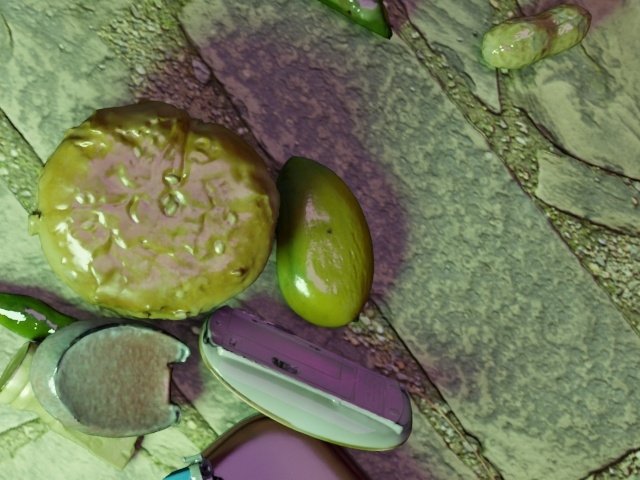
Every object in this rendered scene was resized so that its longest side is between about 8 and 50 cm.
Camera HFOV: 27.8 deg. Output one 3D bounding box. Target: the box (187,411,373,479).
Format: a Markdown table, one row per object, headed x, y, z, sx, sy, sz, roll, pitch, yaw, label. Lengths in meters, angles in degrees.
| x | y | z | sx | sy | sz | roll | pitch | yaw | label |
| --- | --- | --- | --- | --- | --- | --- | --- | --- | --- |
| -0.014 | 0.422 | 1.724 | 0.263 | 0.108 | 0.404 | -40 | 90 | -10 | box |

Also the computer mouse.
| x | y | z | sx | sy | sz | roll | pitch | yaw | label |
| --- | --- | --- | --- | --- | --- | --- | --- | --- | --- |
| -0.022 | 0.189 | 1.726 | 0.310 | 0.158 | 0.072 | 25 | 113 | -6 | computer mouse |

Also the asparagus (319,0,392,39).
| x | y | z | sx | sy | sz | roll | pitch | yaw | label |
| --- | --- | --- | --- | --- | --- | --- | --- | --- | --- |
| -0.035 | -0.395 | 1.838 | 0.343 | 0.082 | 0.085 | 29 | 115 | -5 | asparagus |

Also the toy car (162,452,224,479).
| x | y | z | sx | sy | sz | roll | pitch | yaw | label |
| --- | --- | --- | --- | --- | --- | --- | --- | --- | --- |
| -0.154 | 0.366 | 1.610 | 0.100 | 0.097 | 0.191 | -20 | 86 | 2 | toy car |

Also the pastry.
| x | y | z | sx | sy | sz | roll | pitch | yaw | label |
| --- | --- | --- | --- | --- | --- | --- | --- | --- | --- |
| -0.218 | -0.040 | 1.704 | 0.315 | 0.184 | 0.285 | 9 | 93 | -10 | pastry |

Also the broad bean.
| x | y | z | sx | sy | sz | roll | pitch | yaw | label |
| --- | --- | --- | --- | --- | --- | --- | --- | --- | --- |
| -0.340 | 0.130 | 1.733 | 0.297 | 0.043 | 0.060 | 31 | 89 | -7 | broad bean |

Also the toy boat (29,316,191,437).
| x | y | z | sx | sy | sz | roll | pitch | yaw | label |
| --- | --- | --- | --- | --- | --- | --- | --- | --- | --- |
| -0.277 | 0.175 | 1.676 | 0.227 | 0.085 | 0.155 | 10 | 86 | -43 | toy boat |

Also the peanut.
| x | y | z | sx | sy | sz | roll | pitch | yaw | label |
| --- | --- | --- | --- | --- | --- | --- | --- | --- | --- |
| 0.318 | -0.299 | 1.888 | 0.174 | 0.080 | 0.080 | -21 | 88 | -11 | peanut |

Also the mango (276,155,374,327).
| x | y | z | sx | sy | sz | roll | pitch | yaw | label |
| --- | --- | --- | --- | --- | --- | --- | --- | --- | --- |
| 0.007 | 0.002 | 1.790 | 0.137 | 0.091 | 0.237 | 2 | 83 | -16 | mango |

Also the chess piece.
| x | y | z | sx | sy | sz | roll | pitch | yaw | label |
| --- | --- | --- | --- | --- | --- | --- | --- | --- | --- |
| -0.326 | 0.221 | 1.714 | 0.200 | 0.090 | 0.090 | 35 | 78 | -16 | chess piece |
